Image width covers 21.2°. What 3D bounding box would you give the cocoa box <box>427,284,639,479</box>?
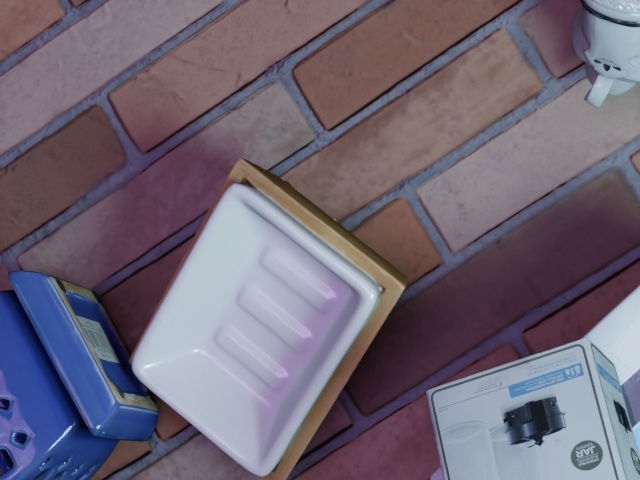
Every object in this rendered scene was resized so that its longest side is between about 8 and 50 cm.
[{"bbox_3d":[0.323,0.204,1.708,0.347,0.231,0.228,-44,77,8],"label":"cocoa box"}]

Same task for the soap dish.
[{"bbox_3d":[-0.054,0.087,1.845,0.229,0.118,0.291,38,116,16],"label":"soap dish"}]

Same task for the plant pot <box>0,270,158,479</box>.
[{"bbox_3d":[-0.325,0.166,1.895,0.212,0.236,0.236,-31,77,5],"label":"plant pot"}]

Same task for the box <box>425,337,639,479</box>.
[{"bbox_3d":[0.210,0.252,1.526,0.169,0.087,0.290,-19,62,18],"label":"box"}]

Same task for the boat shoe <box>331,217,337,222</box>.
[{"bbox_3d":[0.000,0.000,1.911,0.170,0.063,0.059,38,83,15],"label":"boat shoe"}]

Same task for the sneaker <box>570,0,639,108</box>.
[{"bbox_3d":[0.363,-0.306,1.802,0.137,0.210,0.366,25,57,16],"label":"sneaker"}]
